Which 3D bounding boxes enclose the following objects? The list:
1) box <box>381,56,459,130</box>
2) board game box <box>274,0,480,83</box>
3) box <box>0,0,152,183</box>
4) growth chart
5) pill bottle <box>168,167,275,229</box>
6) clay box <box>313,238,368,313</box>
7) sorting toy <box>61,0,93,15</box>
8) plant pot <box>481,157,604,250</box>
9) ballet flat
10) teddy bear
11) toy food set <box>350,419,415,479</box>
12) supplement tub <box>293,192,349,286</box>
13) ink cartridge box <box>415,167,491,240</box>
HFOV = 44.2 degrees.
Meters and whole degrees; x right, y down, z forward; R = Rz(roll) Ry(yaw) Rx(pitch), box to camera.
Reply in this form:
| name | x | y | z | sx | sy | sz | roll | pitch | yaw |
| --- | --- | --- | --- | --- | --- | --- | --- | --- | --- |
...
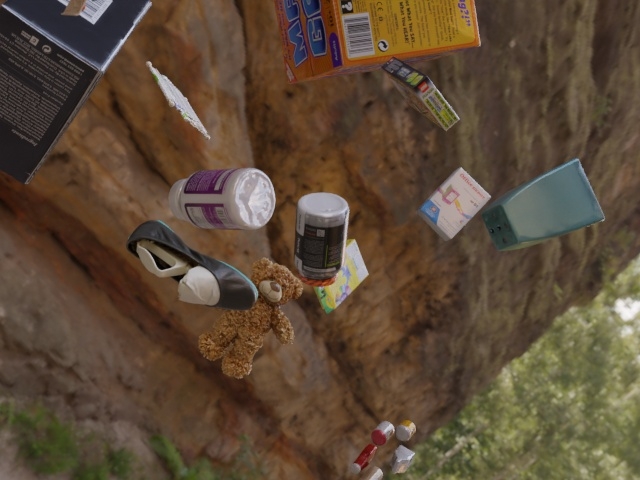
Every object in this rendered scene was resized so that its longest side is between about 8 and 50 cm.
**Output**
| name | x | y | z | sx | sy | sz | roll | pitch | yaw |
| --- | --- | --- | --- | --- | --- | --- | --- | --- | --- |
| box | 0.194 | -0.294 | 1.561 | 0.114 | 0.036 | 0.207 | 46 | 6 | -25 |
| board game box | 0.112 | -0.590 | 1.871 | 0.356 | 0.356 | 0.357 | -169 | -113 | -68 |
| box | -0.772 | -0.504 | 2.237 | 0.297 | 0.472 | 0.480 | 33 | 35 | -18 |
| growth chart | -0.376 | -0.367 | 2.117 | 0.172 | 0.021 | 0.237 | 60 | 6 | 22 |
| pill bottle | -0.283 | -0.114 | 2.194 | 0.301 | 0.169 | 0.169 | 3 | -35 | 42 |
| clay box | 0.045 | 0.105 | 2.306 | 0.053 | 0.222 | 0.128 | -3 | -63 | 43 |
| sorting toy | -0.359 | -0.365 | 1.196 | 0.083 | 0.062 | 0.012 | 20 | -11 | 47 |
| plant pot | 0.531 | -0.070 | 1.937 | 0.166 | 0.234 | 0.165 | 66 | -21 | 4 |
| ballet flat | -0.250 | 0.062 | 1.458 | 0.280 | 0.095 | 0.096 | 30 | 36 | 21 |
| teddy bear | -0.193 | 0.214 | 2.161 | 0.245 | 0.338 | 0.113 | 54 | 5 | 16 |
| toy food set | 0.139 | 0.525 | 1.836 | 0.111 | 0.232 | 0.104 | 27 | 25 | 21 |
| supplement tub | 0.000 | 0.000 | 1.743 | 0.117 | 0.116 | 0.191 | -129 | -143 | -52 |
| ink cartridge box | 0.268 | -0.073 | 1.588 | 0.088 | 0.122 | 0.052 | 44 | -7 | 1 |
